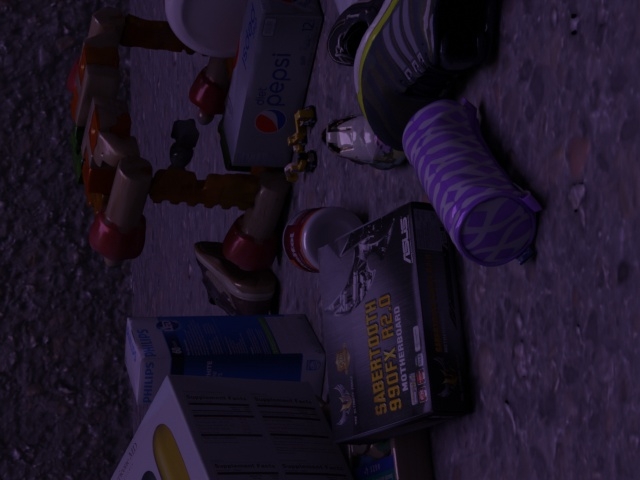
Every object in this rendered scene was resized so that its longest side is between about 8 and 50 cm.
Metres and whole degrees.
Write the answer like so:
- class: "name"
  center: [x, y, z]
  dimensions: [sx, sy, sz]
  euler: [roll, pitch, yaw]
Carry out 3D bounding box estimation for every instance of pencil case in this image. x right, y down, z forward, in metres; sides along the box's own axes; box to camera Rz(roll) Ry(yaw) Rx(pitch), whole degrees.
- class: "pencil case"
  center: [0.143, -0.060, 1.534]
  dimensions: [0.088, 0.086, 0.206]
  euler: [-48, 34, 15]

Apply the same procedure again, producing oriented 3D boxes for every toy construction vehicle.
- class: "toy construction vehicle"
  center: [-0.032, -0.136, 2.254]
  dimensions: [0.098, 0.035, 0.086]
  euler: [128, 139, -66]

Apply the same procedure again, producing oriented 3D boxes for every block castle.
- class: "block castle"
  center: [-0.237, -0.151, 2.512]
  dimensions: [0.453, 0.303, 0.213]
  euler: [-106, 28, -43]

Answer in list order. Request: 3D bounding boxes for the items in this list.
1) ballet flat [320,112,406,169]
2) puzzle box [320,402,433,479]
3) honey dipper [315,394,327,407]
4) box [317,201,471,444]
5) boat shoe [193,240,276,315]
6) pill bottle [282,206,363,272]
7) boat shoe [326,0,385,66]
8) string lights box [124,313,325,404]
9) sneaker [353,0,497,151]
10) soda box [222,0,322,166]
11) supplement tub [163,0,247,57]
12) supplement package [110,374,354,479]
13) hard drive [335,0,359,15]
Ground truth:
- class: "ballet flat"
  center: [0.049, -0.121, 1.876]
  dimensions: [0.221, 0.079, 0.077]
  euler: [-174, 85, -74]
- class: "puzzle box"
  center: [0.000, 0.345, 1.898]
  dimensions: [0.409, 0.052, 0.272]
  euler: [-31, 60, 52]
- class: "honey dipper"
  center: [-0.050, 0.280, 2.178]
  dimensions: [0.160, 0.030, 0.030]
  euler: [-50, 25, 7]
- class: "box"
  center: [0.076, 0.094, 1.724]
  dimensions: [0.183, 0.056, 0.231]
  euler: [-25, 63, 51]
- class: "boat shoe"
  center: [-0.144, 0.069, 2.553]
  dimensions: [0.285, 0.103, 0.092]
  euler: [-144, 60, -64]
- class: "pill bottle"
  center: [0.000, 0.000, 2.047]
  dimensions: [0.152, 0.086, 0.086]
  euler: [178, 92, -75]
- class: "boat shoe"
  center: [0.043, -0.243, 1.861]
  dimensions: [0.206, 0.065, 0.075]
  euler: [-12, 101, 67]
- class: "string lights box"
  center: [-0.136, 0.164, 2.220]
  dimensions: [0.133, 0.260, 0.076]
  euler: [-120, 33, -62]
- class: "sneaker"
  center: [0.111, -0.197, 1.607]
  dimensions: [0.300, 0.111, 0.121]
  euler: [102, 156, -45]
- class: "soda box"
  center: [-0.073, -0.242, 2.293]
  dimensions: [0.286, 0.091, 0.098]
  euler: [105, 159, -44]
- class: "supplement tub"
  center: [-0.158, -0.423, 2.409]
  dimensions: [0.272, 0.191, 0.191]
  euler: [-108, 23, -47]
- class: "supplement package"
  center: [-0.089, 0.317, 1.807]
  dimensions: [0.199, 0.198, 0.262]
  euler: [-60, 39, 32]
- class: "hard drive"
  center: [0.058, -0.430, 1.910]
  dimensions: [0.307, 0.040, 0.203]
  euler: [104, 159, -43]
